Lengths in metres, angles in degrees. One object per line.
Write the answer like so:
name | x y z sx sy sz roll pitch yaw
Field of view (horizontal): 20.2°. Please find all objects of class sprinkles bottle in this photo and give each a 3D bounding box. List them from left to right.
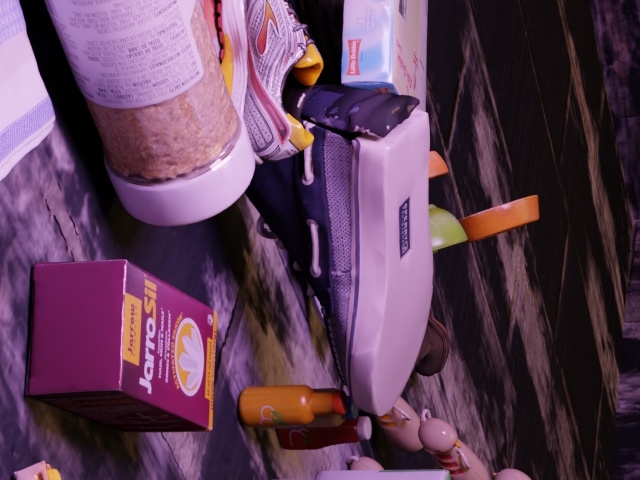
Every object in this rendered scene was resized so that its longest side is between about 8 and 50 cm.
sprinkles bottle | -0.148 -0.174 1.392 0.121 0.121 0.355 -76 158 -43

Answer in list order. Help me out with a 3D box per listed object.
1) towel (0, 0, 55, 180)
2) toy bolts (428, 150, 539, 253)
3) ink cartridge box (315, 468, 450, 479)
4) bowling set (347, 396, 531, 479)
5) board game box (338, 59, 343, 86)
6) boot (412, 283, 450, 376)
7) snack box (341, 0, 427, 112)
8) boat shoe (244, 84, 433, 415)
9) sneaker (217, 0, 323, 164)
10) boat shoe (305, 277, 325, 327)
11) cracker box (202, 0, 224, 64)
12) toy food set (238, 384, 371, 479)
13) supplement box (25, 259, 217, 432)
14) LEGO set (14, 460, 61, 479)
towel | -0.256 -0.171 1.228 0.209 0.034 0.285 -59 142 -62
toy bolts | 0.110 -0.061 2.048 0.218 0.228 0.158 -16 86 -30
ink cartridge box | 0.078 0.359 1.963 0.087 0.153 0.208 -62 143 -58
bowling set | 0.111 0.299 2.056 0.200 0.287 0.154 -51 140 -14
board game box | 0.074 -0.163 2.230 0.141 0.048 0.170 -52 135 -61
boot | 0.100 0.128 2.249 0.106 0.082 0.219 -56 148 -28
snack box | 0.075 -0.227 1.996 0.322 0.060 0.187 44 47 -77
boat shoe | 0.013 0.001 1.703 0.127 0.158 0.340 -41 140 -49
sneaker | -0.037 -0.173 1.591 0.088 0.092 0.225 35 55 -67
boat shoe | 0.001 -0.001 1.940 0.081 0.079 0.227 -14 95 -63
cracker box | -0.093 -0.175 1.678 0.232 0.067 0.156 38 51 -67
toy food set | 0.001 0.229 1.824 0.111 0.104 0.232 -64 146 -57
supplement box | -0.153 0.087 1.416 0.188 0.081 0.104 38 51 -66
LEGO set | -0.145 0.291 1.355 0.132 0.107 0.287 -38 123 -69
